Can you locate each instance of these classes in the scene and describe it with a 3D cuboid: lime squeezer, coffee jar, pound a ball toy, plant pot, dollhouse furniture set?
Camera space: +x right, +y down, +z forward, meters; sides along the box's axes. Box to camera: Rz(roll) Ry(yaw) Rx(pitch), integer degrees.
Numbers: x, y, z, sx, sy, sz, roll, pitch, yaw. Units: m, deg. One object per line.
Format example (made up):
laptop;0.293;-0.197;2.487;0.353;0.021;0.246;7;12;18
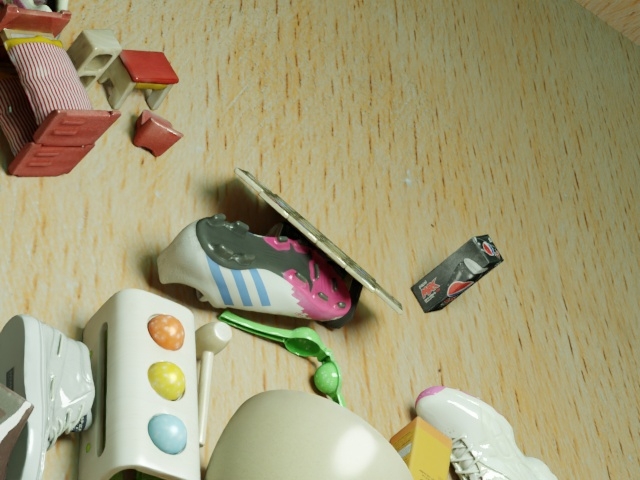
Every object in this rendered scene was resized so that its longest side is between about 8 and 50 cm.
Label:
lime squeezer;-0.014;0.199;1.986;0.310;0.059;0.110;49;33;0
coffee jar;-0.017;0.059;2.101;0.184;0.079;0.096;37;41;-16
pound a ball toy;-0.194;0.199;1.713;0.208;0.136;0.319;25;40;-30
plant pot;-0.042;0.354;1.618;0.284;0.284;0.191;46;44;-3
dollhouse furniture set;-0.328;-0.224;1.973;0.374;0.152;0.201;-7;61;-51

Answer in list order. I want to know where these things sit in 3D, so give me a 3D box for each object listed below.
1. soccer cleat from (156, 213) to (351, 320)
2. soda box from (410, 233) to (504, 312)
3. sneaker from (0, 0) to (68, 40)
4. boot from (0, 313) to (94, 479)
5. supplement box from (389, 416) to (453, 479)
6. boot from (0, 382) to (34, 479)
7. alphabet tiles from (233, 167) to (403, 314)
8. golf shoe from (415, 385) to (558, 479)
soccer cleat;-0.100;0.055;1.964;0.331;0.143;0.116;25;43;-41
soda box;0.241;0.060;2.309;0.053;0.169;0.060;-6;61;-50
sneaker;-0.451;-0.398;2.050;0.103;0.111;0.252;4;53;-46
boot;-0.328;0.215;1.586;0.123;0.095;0.258;27;44;-37
supplement box;0.138;0.379;1.956;0.078;0.080;0.233;37;33;-14
boot;-0.370;0.263;1.431;0.248;0.090;0.207;34;60;-4
alphabet tiles;0.000;0.000;2.093;0.342;0.011;0.285;41;3;1
golf shoe;0.265;0.362;2.087;0.306;0.115;0.140;43;37;-5
